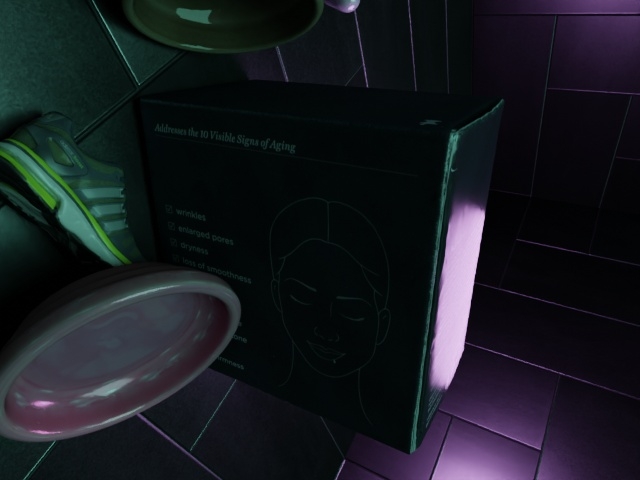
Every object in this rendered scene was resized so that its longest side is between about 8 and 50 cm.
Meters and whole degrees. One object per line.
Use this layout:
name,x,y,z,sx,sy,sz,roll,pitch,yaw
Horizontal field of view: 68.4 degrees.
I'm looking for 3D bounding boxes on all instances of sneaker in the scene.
sneaker,-0.295,-0.038,0.631,0.121,0.111,0.300,-63,152,-30

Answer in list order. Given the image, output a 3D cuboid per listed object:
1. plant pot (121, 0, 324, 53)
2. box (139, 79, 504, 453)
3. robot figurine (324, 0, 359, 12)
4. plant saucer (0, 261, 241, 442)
plant pot,-0.133,-0.411,0.630,0.263,0.263,0.229,-5,91,-61
box,0.000,0.000,0.787,0.297,0.480,0.471,-38,135,-51
robot figurine,0.023,-0.533,0.752,0.353,0.200,0.299,-112,-169,-56
plant saucer,-0.274,0.144,0.652,0.332,0.084,0.332,-29,151,-17
